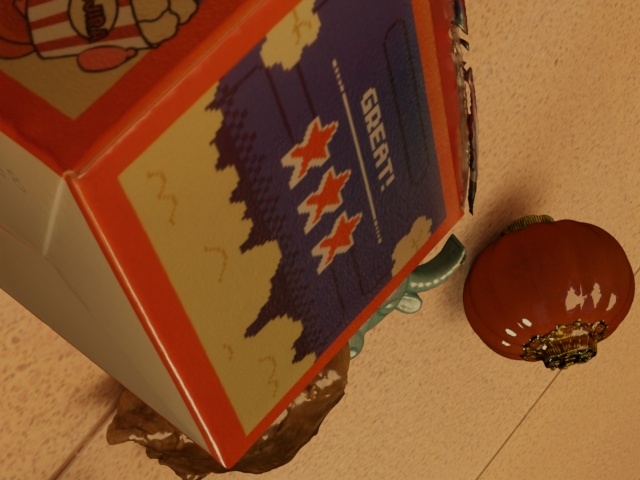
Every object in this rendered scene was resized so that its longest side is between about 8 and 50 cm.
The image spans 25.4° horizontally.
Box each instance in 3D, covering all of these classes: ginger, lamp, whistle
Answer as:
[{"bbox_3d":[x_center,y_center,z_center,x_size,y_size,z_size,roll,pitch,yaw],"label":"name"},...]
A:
[{"bbox_3d":[-0.107,0.163,1.404,0.270,0.123,0.219,0,136,-36],"label":"ginger"},{"bbox_3d":[0.293,0.066,1.823,0.223,0.196,0.223,-11,153,-6],"label":"lamp"},{"bbox_3d":[0.052,0.018,1.523,0.186,0.093,0.274,33,88,-35],"label":"whistle"}]

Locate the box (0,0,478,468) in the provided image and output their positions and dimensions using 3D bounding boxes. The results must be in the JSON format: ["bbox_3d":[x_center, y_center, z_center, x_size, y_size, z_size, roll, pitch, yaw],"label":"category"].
[{"bbox_3d":[-0.122,-0.107,0.859,0.257,0.349,0.318,-45,148,-20],"label":"box"}]
